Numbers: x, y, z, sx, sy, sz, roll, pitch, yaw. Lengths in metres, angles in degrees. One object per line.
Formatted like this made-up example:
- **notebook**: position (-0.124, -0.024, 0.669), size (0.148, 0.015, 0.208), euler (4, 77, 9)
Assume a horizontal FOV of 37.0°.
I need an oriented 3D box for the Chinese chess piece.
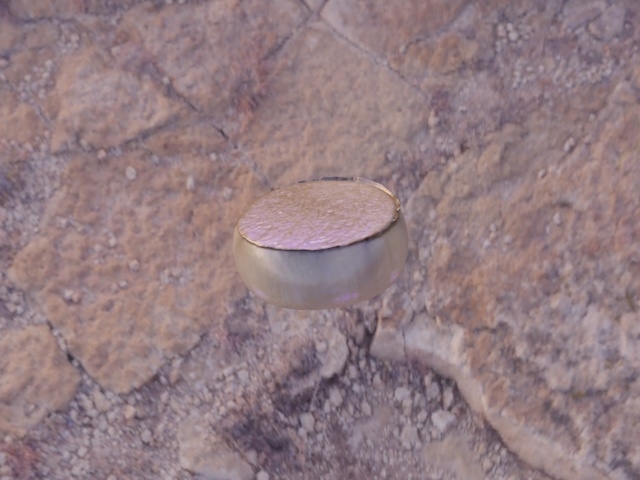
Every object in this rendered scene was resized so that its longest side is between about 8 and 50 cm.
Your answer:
- **Chinese chess piece**: position (0.000, 0.000, 1.466), size (0.269, 0.112, 0.270), euler (-6, 26, 3)
